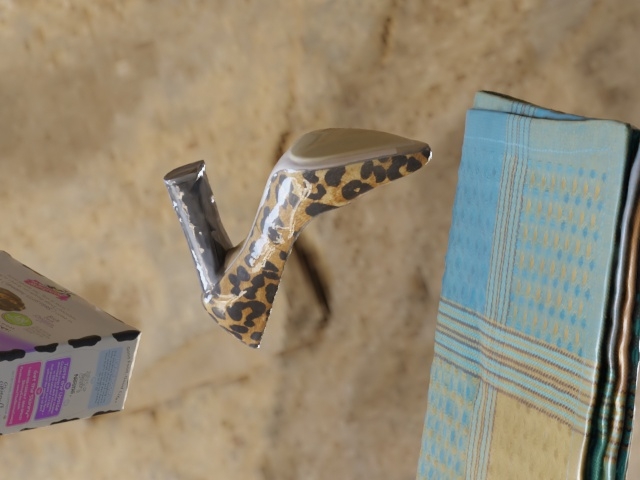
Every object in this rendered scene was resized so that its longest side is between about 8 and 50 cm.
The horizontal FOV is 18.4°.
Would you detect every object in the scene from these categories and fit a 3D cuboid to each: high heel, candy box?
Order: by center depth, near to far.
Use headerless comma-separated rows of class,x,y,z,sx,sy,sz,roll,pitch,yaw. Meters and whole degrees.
candy box,-0.259,0.076,1.439,0.196,0.165,0.070,-8,-63,-50
high heel,0.000,0.000,1.789,0.261,0.186,0.093,-10,22,24

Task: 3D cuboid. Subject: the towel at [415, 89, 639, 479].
towel,0.116,0.105,1.134,0.040,0.370,0.271,5,8,-15
